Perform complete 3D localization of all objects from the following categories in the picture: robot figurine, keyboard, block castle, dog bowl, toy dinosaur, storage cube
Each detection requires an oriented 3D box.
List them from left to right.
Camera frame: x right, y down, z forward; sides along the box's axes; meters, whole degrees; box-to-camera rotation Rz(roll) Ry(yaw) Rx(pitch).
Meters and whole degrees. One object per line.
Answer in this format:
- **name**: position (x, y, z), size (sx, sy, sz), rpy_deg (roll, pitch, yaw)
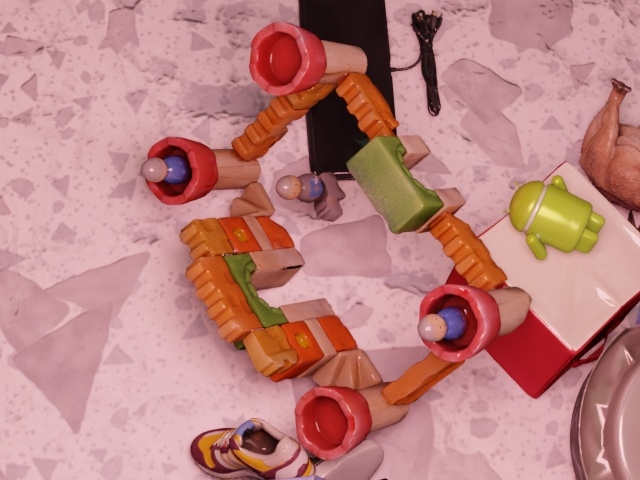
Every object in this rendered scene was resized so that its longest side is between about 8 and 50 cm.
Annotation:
- **block castle**: position (0.000, 0.000, 1.629), size (0.213, 0.303, 0.453), rpy_deg (-7, 60, -56)
- **keyboard**: position (0.076, -0.231, 1.911), size (0.202, 0.033, 0.317), rpy_deg (-3, 69, -1)
- **storage cube**: position (0.291, 0.053, 1.735), size (0.184, 0.193, 0.215), rpy_deg (-38, 76, -19)
- **robot figurine**: position (0.273, -0.028, 1.625), size (0.115, 0.067, 0.101), rpy_deg (24, 66, 4)
- **toy dinosaur**: position (0.412, -0.086, 1.851), size (0.127, 0.200, 0.295), rpy_deg (6, 39, -33)
- **dog bowl**: position (0.469, 0.250, 1.704), size (0.349, 0.102, 0.348), rpy_deg (2, 76, -10)

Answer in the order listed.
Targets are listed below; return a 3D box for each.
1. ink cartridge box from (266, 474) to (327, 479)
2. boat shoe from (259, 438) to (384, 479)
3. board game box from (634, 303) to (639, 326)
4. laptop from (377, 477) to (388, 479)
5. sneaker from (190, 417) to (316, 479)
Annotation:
- **ink cartridge box**: position (-0.169, 0.414, 1.514), size (0.396, 0.151, 0.270), rpy_deg (-9, 68, 17)
- **boat shoe**: position (-0.026, 0.291, 1.663), size (0.219, 0.077, 0.070), rpy_deg (-27, 48, -21)
- **board game box**: position (0.476, 0.144, 1.806), size (0.133, 0.033, 0.168), rpy_deg (18, 68, 1)
- **laptop**: position (0.023, 0.454, 1.639), size (0.234, 0.136, 0.264), rpy_deg (-16, 97, -12)
- **sneaker**: position (-0.090, 0.240, 1.632), size (0.185, 0.084, 0.069), rpy_deg (5, 45, 38)
